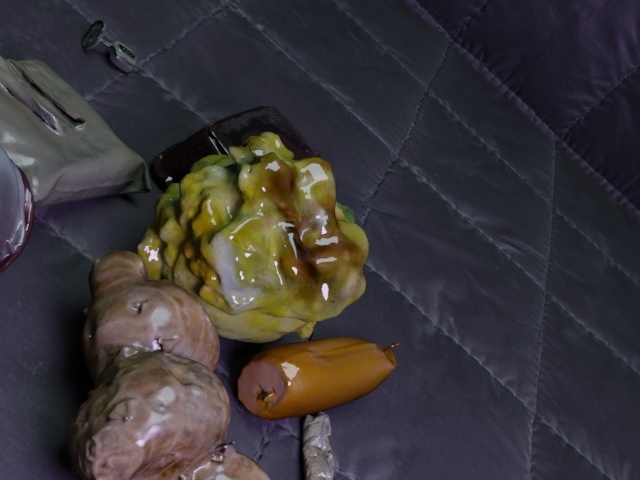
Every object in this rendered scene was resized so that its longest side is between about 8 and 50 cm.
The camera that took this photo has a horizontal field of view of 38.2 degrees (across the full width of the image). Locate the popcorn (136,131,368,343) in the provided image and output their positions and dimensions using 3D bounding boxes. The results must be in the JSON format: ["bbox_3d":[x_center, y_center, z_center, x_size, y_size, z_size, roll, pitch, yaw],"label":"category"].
[{"bbox_3d":[-0.091,-0.001,1.275,0.312,0.312,0.312,32,32,-23],"label":"popcorn"}]

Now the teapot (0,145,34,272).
[{"bbox_3d":[-0.471,-0.064,0.962,0.315,0.233,0.312,33,9,36],"label":"teapot"}]

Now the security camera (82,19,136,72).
[{"bbox_3d":[-0.353,-0.328,1.577,0.092,0.058,0.058,30,32,-41],"label":"security camera"}]

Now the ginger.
[{"bbox_3d":[-0.186,0.172,1.052,0.256,0.176,0.375,38,23,-50],"label":"ginger"}]

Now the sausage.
[{"bbox_3d":[0.017,0.189,1.333,0.328,0.112,0.112,-2,54,-53],"label":"sausage"}]

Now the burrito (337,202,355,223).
[{"bbox_3d":[0.000,0.000,1.611,0.104,0.054,0.288,38,32,-9],"label":"burrito"}]

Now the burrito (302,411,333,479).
[{"bbox_3d":[-0.002,0.300,1.243,0.045,0.041,0.185,23,33,-19],"label":"burrito"}]

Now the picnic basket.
[{"bbox_3d":[-0.121,-0.124,1.531,0.222,0.129,0.297,47,28,5],"label":"picnic basket"}]

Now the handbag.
[{"bbox_3d":[-0.382,-0.143,1.233,0.253,0.109,0.316,45,18,7],"label":"handbag"}]
